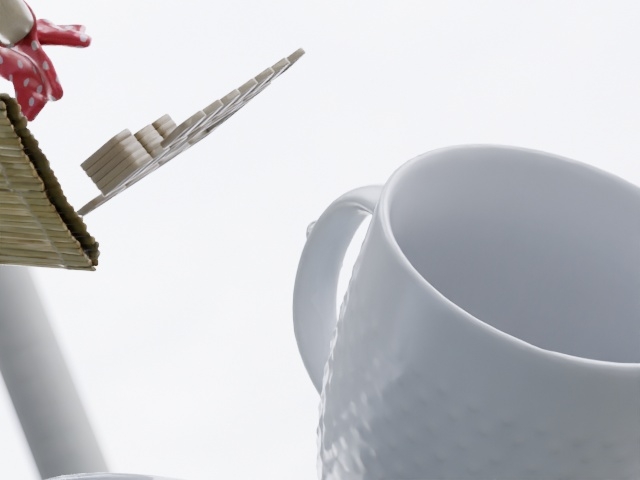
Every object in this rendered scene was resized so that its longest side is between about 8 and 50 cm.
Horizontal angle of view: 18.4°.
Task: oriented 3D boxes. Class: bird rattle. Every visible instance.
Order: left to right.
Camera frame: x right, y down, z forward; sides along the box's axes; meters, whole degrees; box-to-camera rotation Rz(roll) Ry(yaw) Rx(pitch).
[{"bbox_3d":[-0.306,-0.219,1.680,0.143,0.253,0.207,-35,-3,-3],"label":"bird rattle"}]

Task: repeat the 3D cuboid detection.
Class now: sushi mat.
[{"bbox_3d":[-0.308,-0.045,1.400,0.316,0.019,0.151,3,-46,33],"label":"sushi mat"}]

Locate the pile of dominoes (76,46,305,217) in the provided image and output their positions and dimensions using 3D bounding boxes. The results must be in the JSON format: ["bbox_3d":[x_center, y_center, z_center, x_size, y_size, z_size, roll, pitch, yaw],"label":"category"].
[{"bbox_3d":[-0.130,-0.119,1.909,0.196,0.040,0.251,-36,2,38],"label":"pile of dominoes"}]

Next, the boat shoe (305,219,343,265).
[{"bbox_3d":[0.000,0.000,2.288,0.035,0.100,0.035,-26,-55,7],"label":"boat shoe"}]

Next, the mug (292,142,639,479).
[{"bbox_3d":[0.106,0.108,1.544,0.276,0.374,0.328,-13,-47,-38],"label":"mug"}]

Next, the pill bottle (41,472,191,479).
[{"bbox_3d":[-0.146,0.318,1.399,0.161,0.283,0.161,-1,-19,0],"label":"pill bottle"}]
